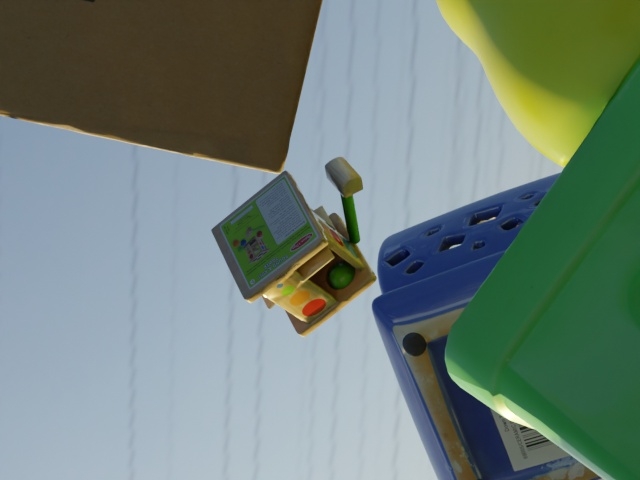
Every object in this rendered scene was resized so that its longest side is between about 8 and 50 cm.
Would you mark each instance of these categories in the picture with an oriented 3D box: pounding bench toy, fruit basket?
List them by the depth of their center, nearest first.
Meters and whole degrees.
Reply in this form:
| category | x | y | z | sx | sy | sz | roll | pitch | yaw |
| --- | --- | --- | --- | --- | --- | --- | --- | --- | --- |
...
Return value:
| category | x | y | z | sx | sy | sz | roll | pitch | yaw |
| --- | --- | --- | --- | --- | --- | --- | --- | --- | --- |
| fruit basket | 0.215 | -0.060 | 0.670 | 0.283 | 0.392 | 0.392 | 23 | -106 | -32 |
| pounding bench toy | 0.000 | 0.000 | 0.745 | 0.065 | 0.083 | 0.052 | 37 | -161 | -50 |

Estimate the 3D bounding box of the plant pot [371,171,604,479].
| category | x | y | z | sx | sy | sz | roll | pitch | yaw |
| --- | --- | --- | --- | --- | --- | --- | --- | --- | --- |
| plant pot | 0.177 | 0.090 | 1.162 | 0.212 | 0.236 | 0.236 | -53 | -58 | -72 |

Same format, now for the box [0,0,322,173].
| category | x | y | z | sx | sy | sz | roll | pitch | yaw |
| --- | --- | --- | --- | --- | --- | --- | --- | --- | --- |
| box | -0.069 | -0.126 | 0.385 | 0.021 | 0.164 | 0.201 | -87 | 10 | -62 |
